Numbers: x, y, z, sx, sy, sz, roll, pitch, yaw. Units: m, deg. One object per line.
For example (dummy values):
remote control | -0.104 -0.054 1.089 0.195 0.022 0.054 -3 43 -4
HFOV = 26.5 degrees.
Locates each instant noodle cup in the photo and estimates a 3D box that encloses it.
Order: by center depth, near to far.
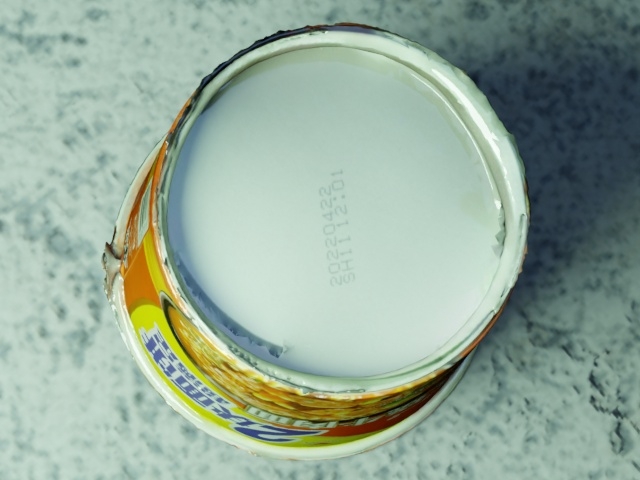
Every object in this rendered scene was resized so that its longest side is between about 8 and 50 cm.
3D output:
instant noodle cup | 0.000 0.000 0.653 0.213 0.174 0.213 1 80 -6
